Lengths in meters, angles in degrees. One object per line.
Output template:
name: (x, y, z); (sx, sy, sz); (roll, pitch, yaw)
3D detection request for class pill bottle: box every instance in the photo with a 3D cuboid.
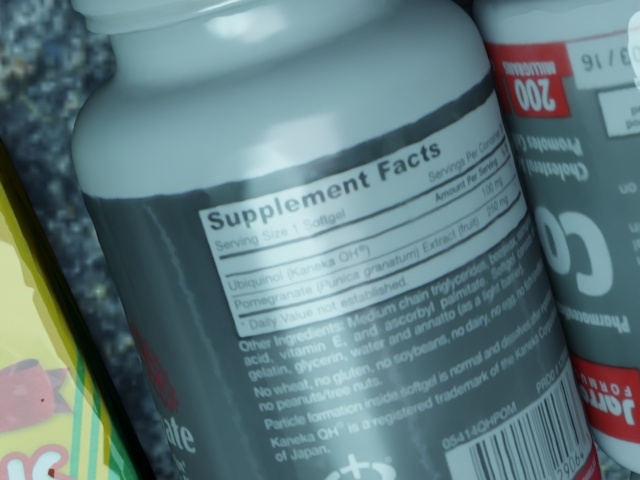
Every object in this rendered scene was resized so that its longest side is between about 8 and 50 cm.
pill bottle: (0.177, 0.005, 0.839); (0.161, 0.161, 0.283); (-18, 105, -4)
pill bottle: (0.000, 0.000, 0.802); (0.176, 0.176, 0.318); (-18, 105, -4)

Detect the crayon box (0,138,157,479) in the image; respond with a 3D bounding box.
crayon box: (-0.204, 0.062, 0.836); (0.202, 0.081, 0.318); (-24, 105, -2)
